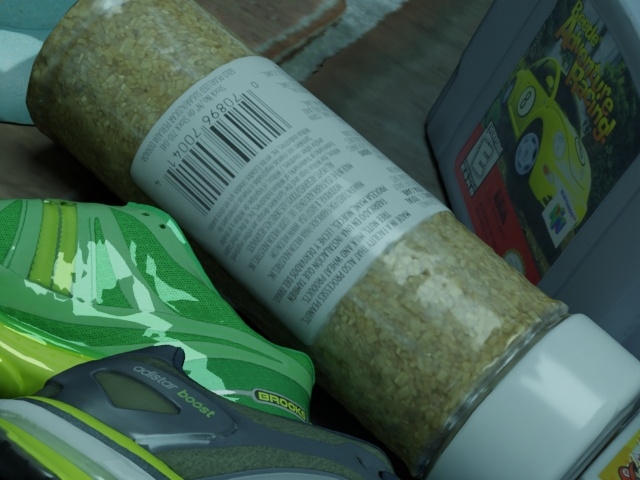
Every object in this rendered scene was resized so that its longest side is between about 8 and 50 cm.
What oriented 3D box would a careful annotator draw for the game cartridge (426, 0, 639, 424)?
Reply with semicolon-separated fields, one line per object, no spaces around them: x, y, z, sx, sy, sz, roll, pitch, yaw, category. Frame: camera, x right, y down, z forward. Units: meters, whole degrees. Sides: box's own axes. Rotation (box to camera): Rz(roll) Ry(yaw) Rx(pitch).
0.152;-0.051;0.721;0.060;0.196;0.294;13;41;-26;game cartridge

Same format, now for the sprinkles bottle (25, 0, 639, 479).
0.000;0.000;0.645;0.355;0.121;0.121;42;43;18;sprinkles bottle

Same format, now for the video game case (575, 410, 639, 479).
0.276;0.156;0.698;0.206;0.026;0.227;41;43;17;video game case

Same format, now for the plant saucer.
-0.198;-0.151;0.771;0.194;0.037;0.195;14;41;-13;plant saucer

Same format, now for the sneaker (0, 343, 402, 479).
0.012;0.129;0.395;0.300;0.111;0.121;37;37;10;sneaker

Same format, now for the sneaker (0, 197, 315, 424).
-0.133;0.030;0.568;0.295;0.109;0.123;34;38;-4;sneaker
